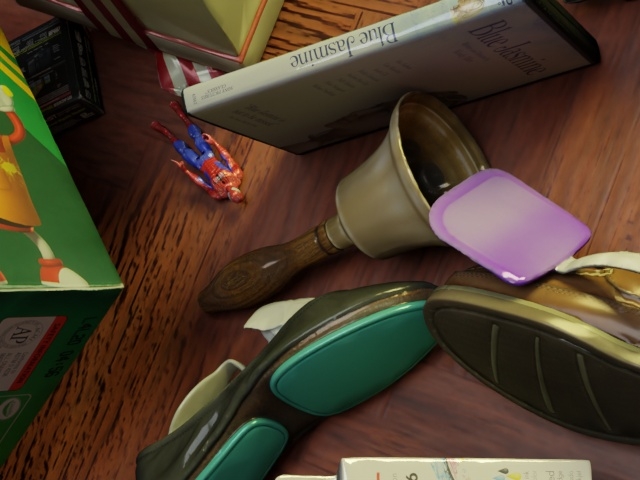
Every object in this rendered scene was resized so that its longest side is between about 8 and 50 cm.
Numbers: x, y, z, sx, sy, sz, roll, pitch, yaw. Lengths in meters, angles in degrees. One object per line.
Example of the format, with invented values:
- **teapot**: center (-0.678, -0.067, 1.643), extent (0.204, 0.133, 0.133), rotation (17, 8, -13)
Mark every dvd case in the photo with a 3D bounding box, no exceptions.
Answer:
- **dvd case**: center (0.054, -0.115, 0.963), extent (0.253, 0.180, 0.022), rotation (-16, 77, 23)

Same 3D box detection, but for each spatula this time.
- **spatula**: center (0.188, 0.019, 0.817), extent (0.084, 0.030, 0.296), rotation (-31, 36, -31)

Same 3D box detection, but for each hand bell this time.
- **hand bell**: center (0.000, 0.000, 1.012), extent (0.242, 0.126, 0.126), rotation (-28, 62, 30)

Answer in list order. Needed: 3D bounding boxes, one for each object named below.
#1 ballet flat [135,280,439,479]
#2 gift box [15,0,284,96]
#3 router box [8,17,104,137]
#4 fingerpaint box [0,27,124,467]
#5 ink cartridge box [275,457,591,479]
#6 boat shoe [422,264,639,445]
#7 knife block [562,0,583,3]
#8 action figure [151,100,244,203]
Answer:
- **ballet flat**: center (-0.035, 0.103, 0.991), extent (0.280, 0.095, 0.096), rotation (-41, 47, 10)
- **gift box**: center (-0.118, -0.269, 1.071), extent (0.276, 0.258, 0.255), rotation (24, 83, 12)
- **router box**: center (-0.256, -0.134, 1.216), extent (0.122, 0.038, 0.092), rotation (-23, 63, 20)
- **fingerpaint box**: center (-0.370, 0.035, 1.056), extent (0.445, 0.163, 0.371), rotation (-52, 54, 33)
- **ink cartridge box**: center (0.069, 0.198, 0.864), extent (0.198, 0.067, 0.115), rotation (0, 71, -3)
- **boat shoe**: center (0.219, 0.066, 0.869), extent (0.307, 0.110, 0.104), rotation (17, 57, 27)
- **knife block**: center (0.233, -0.256, 0.889), extent (0.242, 0.275, 0.088), rotation (-3, 69, -4)
- **action figure**: center (-0.097, -0.068, 1.117), extent (0.038, 0.030, 0.115), rotation (-44, 60, 2)
